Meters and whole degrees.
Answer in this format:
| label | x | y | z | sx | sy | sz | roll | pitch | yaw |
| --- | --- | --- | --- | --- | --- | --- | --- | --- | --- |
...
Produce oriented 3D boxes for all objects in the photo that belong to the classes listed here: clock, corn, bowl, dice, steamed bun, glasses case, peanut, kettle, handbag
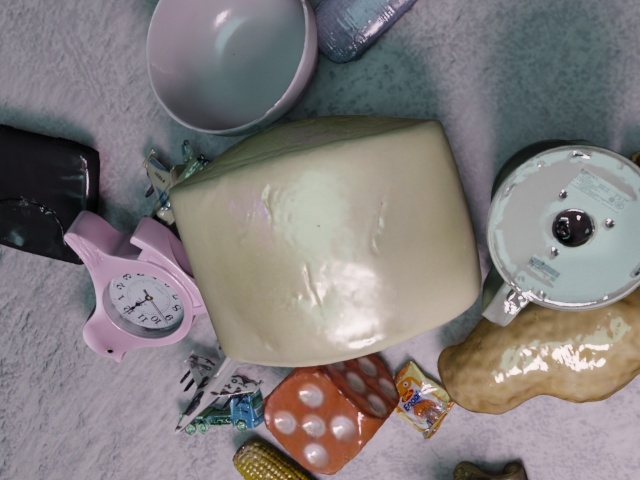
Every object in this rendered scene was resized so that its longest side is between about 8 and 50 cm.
| label | x | y | z | sx | sy | sz | roll | pitch | yaw |
| --- | --- | --- | --- | --- | --- | --- | --- | --- | --- |
| clock | -0.362 | 0.079 | 1.272 | 0.275 | 0.080 | 0.290 | -28 | 115 | 21 |
| corn | -0.033 | 0.499 | 1.320 | 0.320 | 0.097 | 0.097 | 39 | 109 | 7 |
| bowl | -0.123 | -0.303 | 1.119 | 0.286 | 0.143 | 0.287 | 0 | 89 | 24 |
| dice | 0.021 | 0.277 | 1.202 | 0.175 | 0.174 | 0.179 | 43 | 115 | 9 |
| steamed bun | 0.000 | 0.000 | 1.073 | 0.455 | 0.290 | 0.371 | -14 | 105 | 16 |
| glasses case | 0.098 | -0.401 | 1.096 | 0.282 | 0.067 | 0.109 | -42 | 92 | 18 |
| peanut | 0.371 | 0.170 | 1.098 | 0.387 | 0.169 | 0.192 | -22 | 100 | 22 |
| kettle | 0.336 | -0.012 | 0.981 | 0.205 | 0.318 | 0.265 | 2 | 102 | 12 |
| handbag | -0.551 | -0.091 | 1.335 | 0.275 | 0.088 | 0.244 | 12 | 108 | 9 |

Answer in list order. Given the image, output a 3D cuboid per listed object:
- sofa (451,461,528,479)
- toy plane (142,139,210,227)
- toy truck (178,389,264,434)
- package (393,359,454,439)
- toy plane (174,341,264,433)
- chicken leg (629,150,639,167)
| label | x | y | z | sx | sy | sz | roll | pitch | yaw |
| --- | --- | --- | --- | --- | --- | --- | --- | --- | --- |
| sofa | 0.303 | 0.507 | 1.145 | 0.182 | 0.258 | 0.200 | -17 | 96 | 32 |
| toy plane | -0.280 | -0.056 | 1.274 | 0.192 | 0.088 | 0.262 | 44 | 119 | 8 |
| toy truck | -0.194 | 0.325 | 1.342 | 0.175 | 0.067 | 0.081 | -8 | 94 | 20 |
| package | 0.177 | 0.287 | 1.245 | 0.120 | 0.031 | 0.108 | 36 | 110 | 7 |
| toy plane | -0.197 | 0.268 | 1.267 | 0.160 | 0.234 | 0.082 | 20 | 144 | 15 |
| chicken leg | 0.605 | 0.013 | 1.008 | 0.211 | 0.140 | 0.361 | -14 | 76 | -20 |
